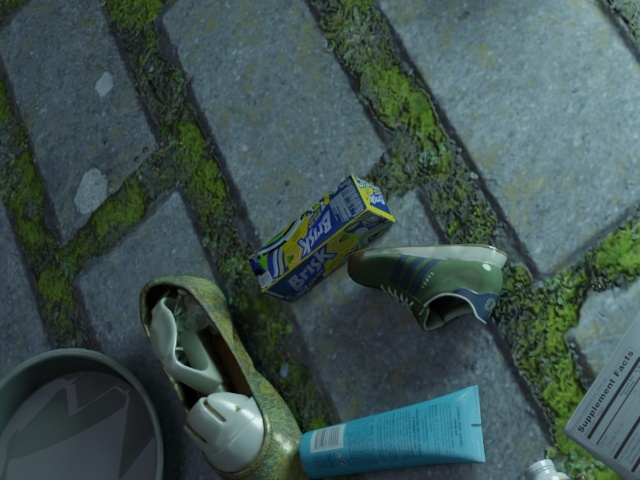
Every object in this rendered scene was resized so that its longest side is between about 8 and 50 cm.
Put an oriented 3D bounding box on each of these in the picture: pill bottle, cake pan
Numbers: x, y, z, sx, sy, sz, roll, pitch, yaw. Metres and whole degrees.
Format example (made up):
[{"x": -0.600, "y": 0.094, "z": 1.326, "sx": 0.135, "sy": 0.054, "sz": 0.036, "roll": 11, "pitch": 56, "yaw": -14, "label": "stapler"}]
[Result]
[{"x": 0.228, "y": 0.253, "z": 1.264, "sx": 0.043, "sy": 0.043, "sz": 0.083, "roll": -41, "pitch": 55, "yaw": 21, "label": "pill bottle"}, {"x": -0.314, "y": 0.282, "z": 1.636, "sx": 0.293, "sy": 0.054, "sz": 0.293, "roll": -6, "pitch": 72, "yaw": 21, "label": "cake pan"}]

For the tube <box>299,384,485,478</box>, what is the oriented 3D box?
[{"x": 0.077, "y": 0.211, "z": 1.399, "sx": 0.207, "sy": 0.052, "sz": 0.080, "roll": -15, "pitch": 72, "yaw": 29, "label": "tube"}]

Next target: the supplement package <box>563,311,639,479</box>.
[{"x": 0.358, "y": 0.185, "z": 1.122, "sx": 0.244, "sy": 0.139, "sz": 0.133, "roll": 37, "pitch": 99, "yaw": 41, "label": "supplement package"}]

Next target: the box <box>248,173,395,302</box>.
[{"x": 0.000, "y": 0.000, "z": 1.515, "sx": 0.169, "sy": 0.059, "sz": 0.054, "roll": -38, "pitch": 55, "yaw": 23, "label": "box"}]

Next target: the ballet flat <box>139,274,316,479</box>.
[{"x": -0.122, "y": 0.175, "z": 1.521, "sx": 0.123, "sy": 0.123, "sz": 0.348, "roll": -43, "pitch": 54, "yaw": 20, "label": "ballet flat"}]

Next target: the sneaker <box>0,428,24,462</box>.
[{"x": -0.473, "y": 0.348, "z": 1.754, "sx": 0.106, "sy": 0.101, "sz": 0.267, "roll": 39, "pitch": 102, "yaw": 37, "label": "sneaker"}]

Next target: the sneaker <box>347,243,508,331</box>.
[{"x": 0.107, "y": 0.054, "z": 1.409, "sx": 0.192, "sy": 0.064, "sz": 0.086, "roll": -3, "pitch": 69, "yaw": 34, "label": "sneaker"}]
